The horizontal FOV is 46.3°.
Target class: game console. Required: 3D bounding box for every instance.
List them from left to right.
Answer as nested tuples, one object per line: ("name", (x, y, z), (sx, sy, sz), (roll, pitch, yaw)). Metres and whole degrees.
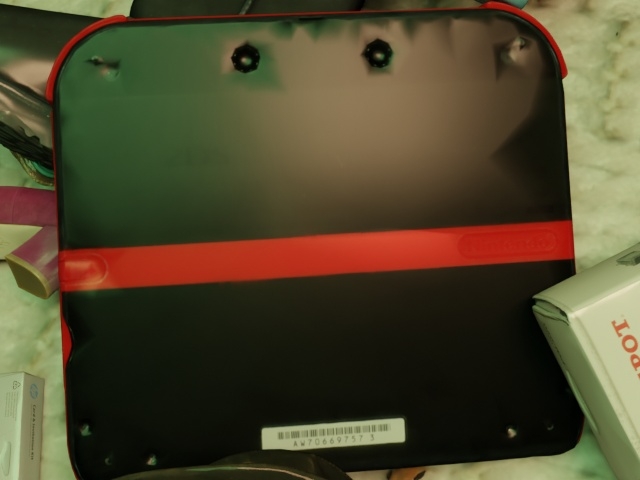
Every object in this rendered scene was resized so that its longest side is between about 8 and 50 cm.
("game console", (0.000, 0.000, 0.556), (0.386, 0.060, 0.342), (-3, 92, -4))

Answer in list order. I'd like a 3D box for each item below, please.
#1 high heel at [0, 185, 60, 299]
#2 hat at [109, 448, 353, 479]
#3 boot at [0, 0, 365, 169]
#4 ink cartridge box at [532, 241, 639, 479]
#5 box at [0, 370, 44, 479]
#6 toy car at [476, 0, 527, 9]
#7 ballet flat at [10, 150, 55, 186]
("high heel", (-0.291, -0.034, 0.716), (0.244, 0.082, 0.117), (21, 46, 31))
("hat", (-0.017, 0.236, 0.505), (0.331, 0.332, 0.134), (-4, 25, 10))
("boot", (-0.133, -0.264, 0.672), (0.367, 0.146, 0.445), (27, 79, -14))
("ink cartridge box", (0.277, 0.063, 0.495), (0.217, 0.092, 0.159), (-27, 91, 3))
("box", (-0.335, 0.197, 0.646), (0.186, 0.038, 0.145), (-9, 69, 9))
("toy car", (0.177, -0.300, 0.645), (0.210, 0.238, 0.219), (31, 104, 35))
("ballet flat", (-0.292, -0.134, 0.755), (0.067, 0.073, 0.206), (-28, 61, 30))
